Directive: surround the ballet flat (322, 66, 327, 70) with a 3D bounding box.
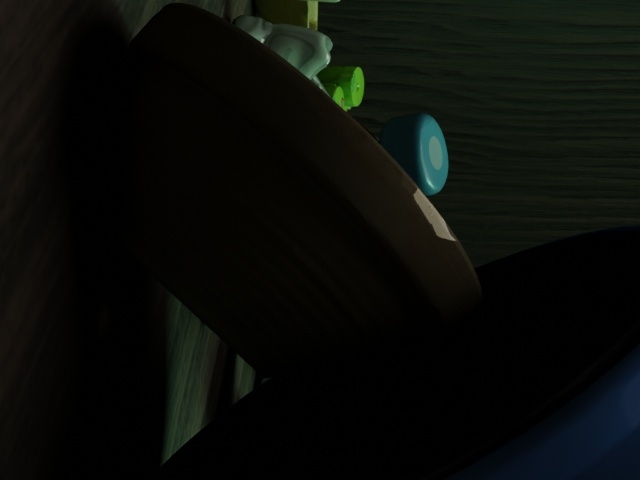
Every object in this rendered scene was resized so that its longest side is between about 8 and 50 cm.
[{"bbox_3d":[-0.003,-0.233,1.518,0.086,0.086,0.248,86,9,-77],"label":"ballet flat"}]

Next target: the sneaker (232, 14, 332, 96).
[{"bbox_3d":[-0.043,-0.113,0.983,0.110,0.118,0.292,-90,-179,-49],"label":"sneaker"}]

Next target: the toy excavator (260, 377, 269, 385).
[{"bbox_3d":[0.127,0.205,0.924,0.222,0.445,0.432,-68,162,-53],"label":"toy excavator"}]

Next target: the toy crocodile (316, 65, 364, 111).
[{"bbox_3d":[-0.007,-0.208,1.343,0.340,0.115,0.105,-56,148,-61],"label":"toy crocodile"}]

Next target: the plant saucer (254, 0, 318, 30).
[{"bbox_3d":[-0.046,-0.457,1.238,0.333,0.081,0.332,-84,175,-71],"label":"plant saucer"}]

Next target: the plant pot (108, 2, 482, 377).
[{"bbox_3d":[-0.037,-0.004,0.472,0.110,0.237,0.237,-46,170,-9],"label":"plant pot"}]

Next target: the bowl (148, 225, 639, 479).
[{"bbox_3d":[0.058,0.106,0.504,0.077,0.391,0.391,62,5,-5],"label":"bowl"}]

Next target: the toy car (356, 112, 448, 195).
[{"bbox_3d":[-0.038,-0.032,0.705,0.238,0.219,0.210,26,61,-57],"label":"toy car"}]
